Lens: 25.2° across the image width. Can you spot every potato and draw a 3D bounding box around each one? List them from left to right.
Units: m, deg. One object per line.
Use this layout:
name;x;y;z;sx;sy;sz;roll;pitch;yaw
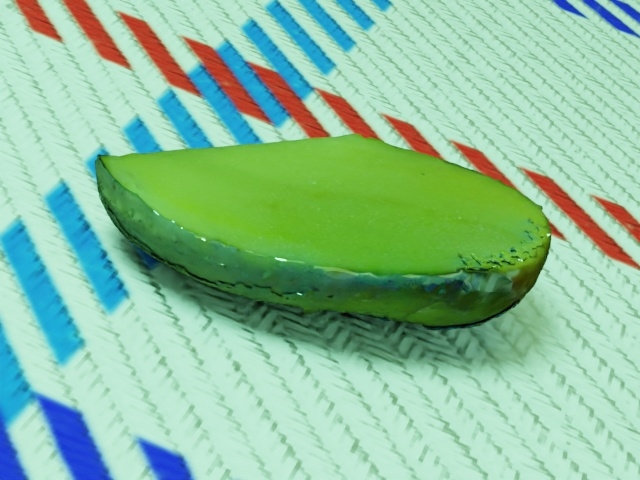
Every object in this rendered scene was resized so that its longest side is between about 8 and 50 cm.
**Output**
potato;0.000;0.000;0.628;0.198;0.054;0.119;2;34;-15
